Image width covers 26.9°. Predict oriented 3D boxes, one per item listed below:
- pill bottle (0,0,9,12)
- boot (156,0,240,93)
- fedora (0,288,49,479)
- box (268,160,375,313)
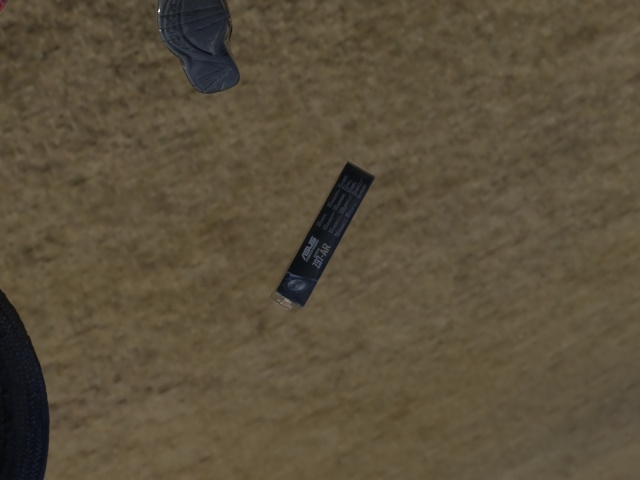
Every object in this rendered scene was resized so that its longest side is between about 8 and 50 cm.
[{"bbox_3d":[-0.196,-0.228,0.819,0.180,0.108,0.108,-56,164,-11],"label":"pill bottle"},{"bbox_3d":[-0.164,-0.315,1.683,0.085,0.179,0.236,-13,152,2],"label":"boot"},{"bbox_3d":[-0.401,0.157,1.257,0.334,0.334,0.152,-27,-178,-4],"label":"fedora"},{"bbox_3d":[0.000,0.000,0.753,0.083,0.018,0.067,-61,-178,-7],"label":"box"}]
